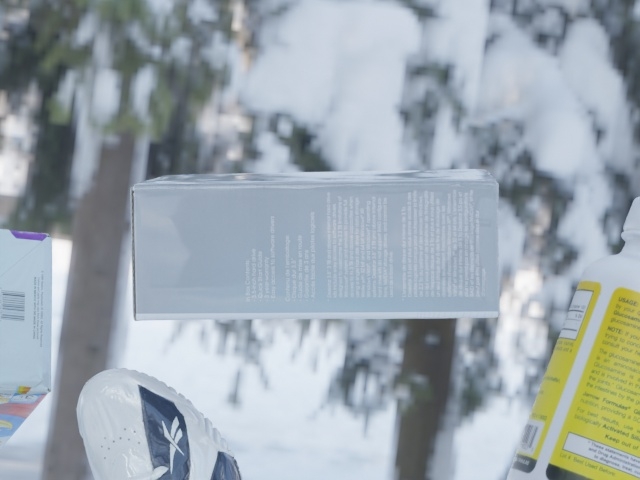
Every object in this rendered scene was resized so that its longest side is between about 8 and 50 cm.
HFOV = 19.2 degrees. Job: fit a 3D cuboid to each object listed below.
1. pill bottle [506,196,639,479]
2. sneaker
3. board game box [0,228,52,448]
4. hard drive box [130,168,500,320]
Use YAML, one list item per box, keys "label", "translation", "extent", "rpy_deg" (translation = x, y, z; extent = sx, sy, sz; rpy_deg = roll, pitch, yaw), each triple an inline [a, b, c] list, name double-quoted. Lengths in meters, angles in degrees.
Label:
- label: "pill bottle"
  translation: [0.328, 0.134, 1.912]
  extent: [0.187, 0.334, 0.188]
  rpy_deg: [21, -5, 2]
- label: "sneaker"
  translation: [-0.107, 0.198, 1.202]
  extent: [0.094, 0.235, 0.153]
  rpy_deg: [-20, 0, 18]
- label: "board game box"
  translation: [-0.339, 0.103, 1.659]
  extent: [0.142, 0.144, 0.275]
  rpy_deg: [7, -25, -22]
- label: "hard drive box"
  translation: [0.000, 0.000, 1.259]
  extent: [0.232, 0.089, 0.181]
  rpy_deg: [0, 4, 3]
